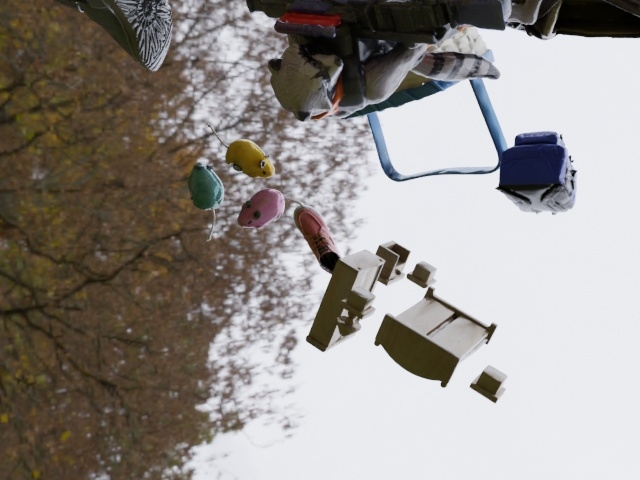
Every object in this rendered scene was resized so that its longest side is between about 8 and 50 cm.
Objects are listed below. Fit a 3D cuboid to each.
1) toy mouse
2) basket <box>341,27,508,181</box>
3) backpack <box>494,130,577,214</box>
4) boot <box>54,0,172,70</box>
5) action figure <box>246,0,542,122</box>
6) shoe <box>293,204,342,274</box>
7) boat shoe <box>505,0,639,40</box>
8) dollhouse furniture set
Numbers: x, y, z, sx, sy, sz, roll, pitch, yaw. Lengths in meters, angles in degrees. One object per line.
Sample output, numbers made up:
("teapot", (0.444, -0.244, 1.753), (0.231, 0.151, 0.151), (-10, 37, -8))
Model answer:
("toy mouse", (-0.096, -0.058, 0.919), (0.161, 0.143, 0.031), (31, -34, 0))
("basket", (0.152, -0.231, 1.227), (0.255, 0.201, 0.289), (0, -68, 50))
("backpack", (0.315, -0.092, 1.118), (0.098, 0.120, 0.101), (6, -108, 32))
("boot", (-0.267, -0.257, 0.797), (0.208, 0.189, 0.076), (14, -111, 13))
("action figure", (0.097, -0.205, 0.846), (0.341, 0.330, 0.178), (27, -45, 49))
("shoe", (0.000, 0.000, 1.840), (0.178, 0.063, 0.081), (58, 3, -26))
("boat shoe", (0.271, -0.286, 0.941), (0.103, 0.285, 0.092), (73, 23, -66))
("dollhouse furniture set", (0.176, 0.178, 1.393), (0.355, 0.303, 0.173), (31, -65, 22))
